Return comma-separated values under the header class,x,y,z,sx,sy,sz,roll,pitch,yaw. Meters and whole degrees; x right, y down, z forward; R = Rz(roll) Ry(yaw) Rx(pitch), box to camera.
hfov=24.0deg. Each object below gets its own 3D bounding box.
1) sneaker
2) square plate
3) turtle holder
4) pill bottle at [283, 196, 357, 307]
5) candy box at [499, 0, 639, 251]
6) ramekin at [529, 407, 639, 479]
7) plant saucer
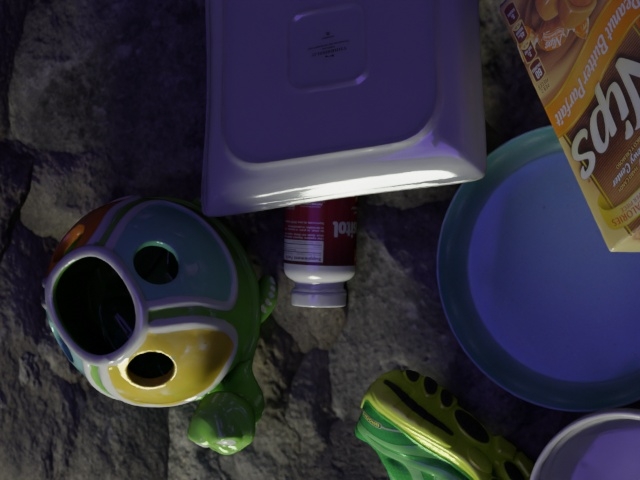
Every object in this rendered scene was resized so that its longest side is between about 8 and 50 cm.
class,x,y,z,sx,sy,sz,roll,pitch,yaw
sneaker,0.159,0.273,1.701,0.295,0.109,0.123,46,133,12
square plate,0.013,-0.214,1.718,0.347,0.049,0.344,-7,73,22
turtle holder,-0.200,0.103,1.769,0.243,0.227,0.320,-13,86,22
pill bottle,0.000,0.000,1.757,0.086,0.086,0.152,3,93,23
candy box,0.319,-0.167,1.538,0.183,0.088,0.316,-47,53,44
ramekin,0.335,0.276,1.608,0.207,0.109,0.207,1,92,24
plant saucer,0.284,0.029,1.660,0.318,0.044,0.317,0,91,23
